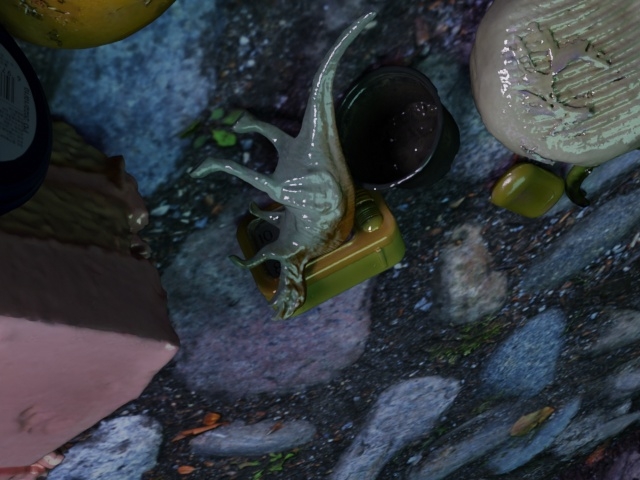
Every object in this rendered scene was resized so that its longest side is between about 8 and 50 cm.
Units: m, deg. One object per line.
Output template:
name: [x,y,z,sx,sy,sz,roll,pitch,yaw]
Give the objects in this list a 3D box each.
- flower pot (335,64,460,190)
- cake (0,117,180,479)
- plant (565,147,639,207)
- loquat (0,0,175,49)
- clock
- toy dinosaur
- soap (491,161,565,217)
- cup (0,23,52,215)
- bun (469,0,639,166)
flower pot: [0.105,-0.132,1.021,0.157,0.157,0.107,-45,151,21]
cake: [-0.344,0.057,0.838,0.293,0.306,0.314,17,124,-44]
plant: [0.465,-0.134,1.185,0.251,0.180,0.333,3,132,-37]
loquat: [-0.195,-0.264,0.624,0.235,0.235,0.235,-16,140,-14]
clock: [0.000,0.000,1.103,0.202,0.143,0.096,-28,148,1]
toy dinosaur: [-0.031,-0.094,0.960,0.206,0.092,0.392,28,107,-7]
soap: [0.328,-0.080,1.280,0.140,0.045,0.089,16,128,-41]
cup: [-0.342,-0.099,0.598,0.256,0.254,0.178,-18,151,22]
bun: [0.312,-0.224,1.003,0.273,0.168,0.272,0,107,-1]
